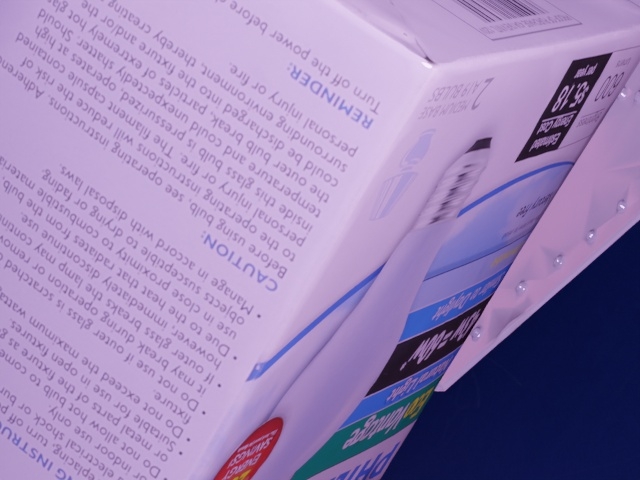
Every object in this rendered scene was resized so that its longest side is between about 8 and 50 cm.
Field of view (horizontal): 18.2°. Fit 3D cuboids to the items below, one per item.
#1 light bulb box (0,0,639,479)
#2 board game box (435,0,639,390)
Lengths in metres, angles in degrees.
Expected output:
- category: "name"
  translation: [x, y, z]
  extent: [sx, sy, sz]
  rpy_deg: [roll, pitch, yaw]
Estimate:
- category: "light bulb box"
  translation: [-0.040, -0.019, 1.110]
  extent: [0.361, 0.225, 0.358]
  rpy_deg: [-61, 162, 22]
- category: "board game box"
  translation: [0.160, -0.133, 1.556]
  extent: [0.390, 0.050, 0.390]
  rpy_deg: [-39, 133, -19]
